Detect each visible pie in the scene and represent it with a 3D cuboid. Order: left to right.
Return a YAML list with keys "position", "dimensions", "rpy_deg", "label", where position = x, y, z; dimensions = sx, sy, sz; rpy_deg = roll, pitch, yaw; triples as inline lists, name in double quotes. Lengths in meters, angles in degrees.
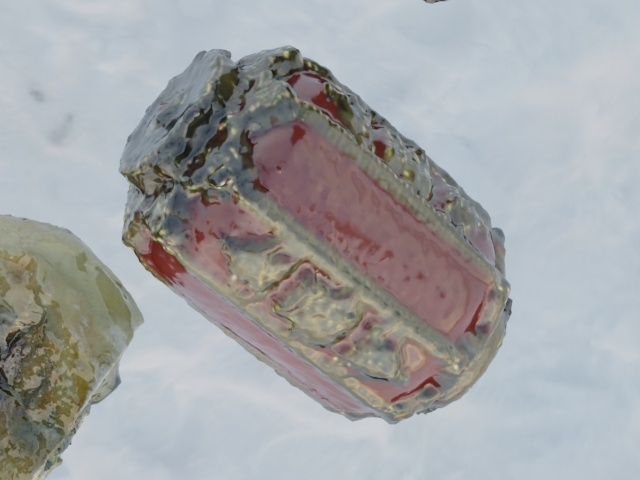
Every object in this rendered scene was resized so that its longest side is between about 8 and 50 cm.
- position: [-0.232, 0.080, 1.101]
  dimensions: [0.185, 0.052, 0.218]
  rpy_deg: [34, 105, 9]
  label: "pie"

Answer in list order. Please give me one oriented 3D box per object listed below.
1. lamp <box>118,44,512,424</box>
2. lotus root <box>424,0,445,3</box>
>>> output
- position: [0.000, 0.000, 1.031]
  dimensions: [0.274, 0.177, 0.177]
  rpy_deg: [40, 100, -24]
  label: "lamp"
- position: [0.132, -0.236, 0.942]
  dimensions: [0.169, 0.343, 0.151]
  rpy_deg: [30, 130, 13]
  label: "lotus root"
